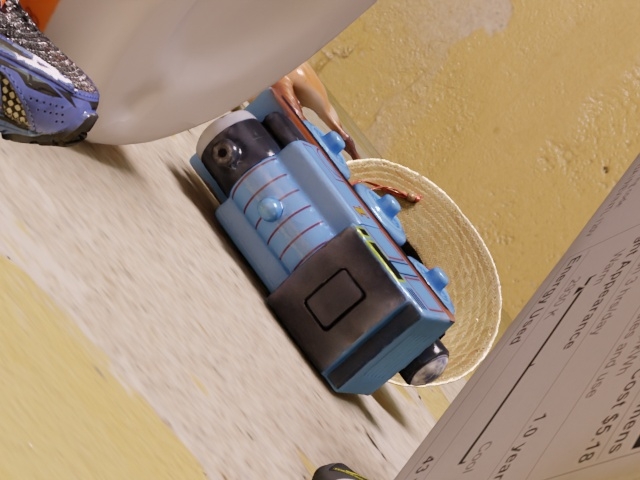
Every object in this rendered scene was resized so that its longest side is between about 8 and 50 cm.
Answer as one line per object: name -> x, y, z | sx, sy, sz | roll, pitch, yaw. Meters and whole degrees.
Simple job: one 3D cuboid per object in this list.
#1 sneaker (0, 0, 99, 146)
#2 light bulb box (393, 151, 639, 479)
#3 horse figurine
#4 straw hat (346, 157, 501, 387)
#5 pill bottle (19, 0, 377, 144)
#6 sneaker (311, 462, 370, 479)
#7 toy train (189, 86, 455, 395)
sneaker -> -0.140, -0.121, 0.606 | 0.221, 0.087, 0.083 | 51, 6, -3
light bulb box -> 0.259, 0.043, 0.680 | 0.225, 0.358, 0.361 | 50, -39, -11
horse figurine -> -0.038, -0.122, 1.553 | 0.174, 0.066, 0.263 | 55, 1, -34
straw hat -> 0.033, 0.029, 1.144 | 0.144, 0.144, 0.061 | 52, -37, 3
pill bottle -> -0.129, -0.256, 0.855 | 0.392, 0.224, 0.224 | 52, 6, 11
sneaker -> 0.027, 0.113, 0.745 | 0.083, 0.031, 0.035 | 49, 6, -28
toy train -> 0.000, 0.000, 1.024 | 0.184, 0.080, 0.105 | 54, 12, 18
